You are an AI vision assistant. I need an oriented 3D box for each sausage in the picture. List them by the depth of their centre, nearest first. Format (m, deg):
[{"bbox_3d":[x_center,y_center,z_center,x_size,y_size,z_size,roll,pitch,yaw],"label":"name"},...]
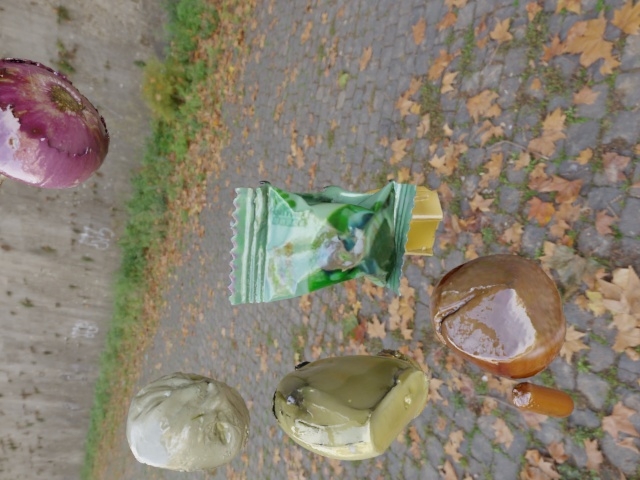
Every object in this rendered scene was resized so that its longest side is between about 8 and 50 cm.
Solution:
[{"bbox_3d":[0.591,0.426,1.213,0.076,0.197,0.076,-49,32,44],"label":"sausage"}]

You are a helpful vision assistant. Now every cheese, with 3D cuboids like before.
[{"bbox_3d":[0.033,0.314,0.901,0.315,0.259,0.128,-2,99,38],"label":"cheese"}]

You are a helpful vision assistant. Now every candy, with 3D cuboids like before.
[{"bbox_3d":[0.002,0.002,0.974,0.172,0.397,0.263,-162,69,-63],"label":"candy"}]

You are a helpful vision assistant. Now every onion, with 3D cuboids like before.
[{"bbox_3d":[-0.768,-0.300,1.207,0.344,0.358,0.359,-8,72,19],"label":"onion"}]

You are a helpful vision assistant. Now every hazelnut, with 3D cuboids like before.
[{"bbox_3d":[0.478,0.206,1.227,0.315,0.372,0.372,-41,32,-4],"label":"hazelnut"}]

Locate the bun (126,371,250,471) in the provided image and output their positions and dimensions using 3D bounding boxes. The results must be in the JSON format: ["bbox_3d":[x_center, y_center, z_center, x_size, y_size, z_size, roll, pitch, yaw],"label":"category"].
[{"bbox_3d":[-0.368,0.494,1.293,0.326,0.362,0.235,5,81,45],"label":"bun"}]

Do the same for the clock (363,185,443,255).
[{"bbox_3d":[0.259,-0.068,1.645,0.200,0.316,0.244,-99,8,-47],"label":"clock"}]

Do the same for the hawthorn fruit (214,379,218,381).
[{"bbox_3d":[-0.450,0.651,1.819,0.173,0.173,0.179,-31,61,58],"label":"hawthorn fruit"}]

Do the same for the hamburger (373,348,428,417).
[{"bbox_3d":[0.192,0.379,1.194,0.182,0.118,0.191,-41,57,34],"label":"hamburger"}]

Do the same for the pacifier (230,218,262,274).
[{"bbox_3d":[-0.176,0.040,1.337,0.207,0.227,0.279,-66,-6,11],"label":"pacifier"}]
